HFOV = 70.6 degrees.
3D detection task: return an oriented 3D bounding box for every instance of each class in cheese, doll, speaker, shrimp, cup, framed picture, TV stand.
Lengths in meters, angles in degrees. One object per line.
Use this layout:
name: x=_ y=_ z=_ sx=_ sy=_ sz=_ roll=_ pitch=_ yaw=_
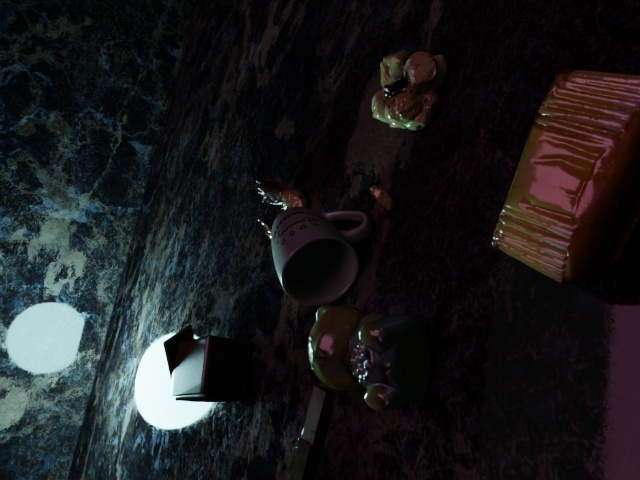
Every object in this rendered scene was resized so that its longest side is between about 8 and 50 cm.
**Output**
cheese: x=0.145 y=-0.103 z=1.059 sx=0.030 sy=0.044 sz=0.083 roll=-46 pitch=38 yaw=7
doll: x=0.081 y=0.219 z=0.899 sx=0.261 sy=0.162 sz=0.176 roll=-6 pitch=91 yaw=50
speaker: x=-0.335 y=0.392 z=1.385 sx=0.231 sy=0.153 sz=0.192 roll=-23 pitch=56 yaw=47
shrimp: x=-0.137 y=-0.094 z=1.421 sx=0.289 sy=0.075 sz=0.178 roll=27 pitch=100 yaw=41
cup: x=0.000 y=0.000 z=1.124 sx=0.258 sy=0.186 sz=0.234 roll=-33 pitch=34 yaw=2
framed picture: x=-0.452 y=0.400 z=1.495 sx=0.015 sy=0.150 sz=0.203 roll=-5 pitch=101 yaw=18
TV stand: x=-0.022 y=0.466 z=1.031 sx=0.049 sy=0.040 sz=0.256 roll=5 pitch=79 yaw=55

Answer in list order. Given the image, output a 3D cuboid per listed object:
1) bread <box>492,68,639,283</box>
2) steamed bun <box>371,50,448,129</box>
bread: x=0.372 y=-0.082 z=0.636 sx=0.156 sy=0.204 sz=0.288 roll=28 pitch=102 yaw=37
steamed bun: x=0.190 y=-0.359 z=1.059 sx=0.192 sy=0.106 sz=0.177 roll=30 pitch=98 yaw=56
